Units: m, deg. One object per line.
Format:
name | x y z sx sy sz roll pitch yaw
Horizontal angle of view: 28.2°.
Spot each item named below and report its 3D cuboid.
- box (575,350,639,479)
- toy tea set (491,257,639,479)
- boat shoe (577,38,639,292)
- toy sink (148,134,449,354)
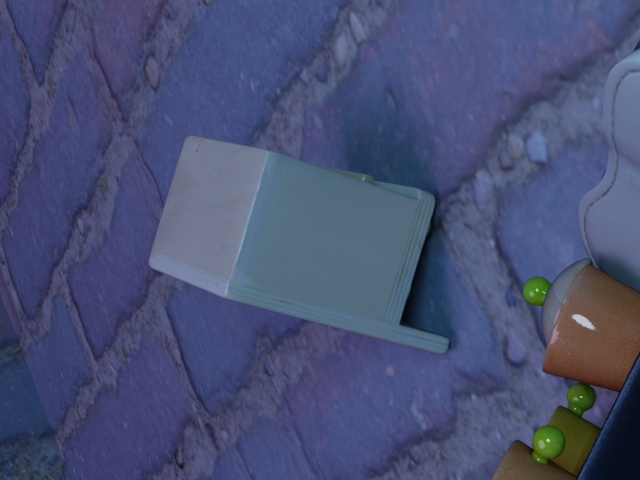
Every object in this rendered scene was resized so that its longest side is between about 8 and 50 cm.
box | 0.204 0.256 0.663 0.212 0.293 0.395 23 131 18
toy tea set | 0.104 0.167 0.818 0.124 0.336 0.200 23 163 19
boat shoe | 0.211 -0.042 0.768 0.095 0.079 0.254 38 159 31
toy sink | 0.000 0.000 1.095 0.153 0.234 0.131 17 89 58
